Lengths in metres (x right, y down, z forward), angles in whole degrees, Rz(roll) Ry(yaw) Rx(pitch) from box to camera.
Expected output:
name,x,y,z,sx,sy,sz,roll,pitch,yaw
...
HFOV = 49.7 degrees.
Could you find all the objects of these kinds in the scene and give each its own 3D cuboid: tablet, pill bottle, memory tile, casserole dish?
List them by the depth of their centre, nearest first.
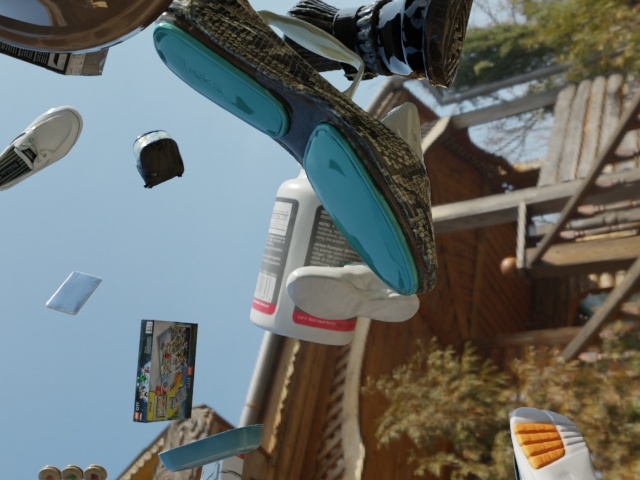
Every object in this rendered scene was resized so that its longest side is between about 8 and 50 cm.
name,x,y,z,sx,sy,sz,roll,pitch,yaw
tablet,-0.392,0.083,1.101,0.083,0.054,0.006,-65,-15,-46
memory tile,-0.400,0.431,1.135,0.012,0.113,0.148,-87,-4,-68
pill bottle,0.000,0.000,1.145,0.176,0.176,0.319,13,-91,-55
casserole dish,-0.179,0.350,1.154,0.114,0.188,0.037,37,-147,-68

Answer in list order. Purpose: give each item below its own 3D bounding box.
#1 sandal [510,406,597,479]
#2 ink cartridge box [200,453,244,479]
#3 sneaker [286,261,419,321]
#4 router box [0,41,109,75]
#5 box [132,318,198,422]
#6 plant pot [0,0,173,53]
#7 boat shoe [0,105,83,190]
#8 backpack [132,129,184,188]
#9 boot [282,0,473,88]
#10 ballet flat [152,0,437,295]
name,x,y,z,sx,sy,sz,roll,pitch,yaw
sandal,0.299,0.316,0.883,0.265,0.101,0.076,-87,9,-65
ink cartridge box,-0.226,0.541,1.562,0.056,0.099,0.135,32,-149,-22
sneaker,0.042,0.064,1.028,0.212,0.080,0.094,13,-141,-26
router box,-0.342,-0.240,0.830,0.179,0.133,0.046,-108,37,-76
box,-0.364,0.307,1.632,0.159,0.044,0.233,19,-109,-60
plant pot,-0.227,-0.278,0.520,0.229,0.263,0.263,-113,2,-75
boat shoe,-0.536,-0.160,1.286,0.083,0.226,0.076,46,-171,-20
backpack,-0.376,-0.196,1.578,0.105,0.084,0.114,-24,-41,-20
boot,0.067,-0.288,0.955,0.348,0.260,0.131,-14,-63,-81
ballet flat,0.008,-0.156,0.852,0.483,0.164,0.182,45,-114,8
